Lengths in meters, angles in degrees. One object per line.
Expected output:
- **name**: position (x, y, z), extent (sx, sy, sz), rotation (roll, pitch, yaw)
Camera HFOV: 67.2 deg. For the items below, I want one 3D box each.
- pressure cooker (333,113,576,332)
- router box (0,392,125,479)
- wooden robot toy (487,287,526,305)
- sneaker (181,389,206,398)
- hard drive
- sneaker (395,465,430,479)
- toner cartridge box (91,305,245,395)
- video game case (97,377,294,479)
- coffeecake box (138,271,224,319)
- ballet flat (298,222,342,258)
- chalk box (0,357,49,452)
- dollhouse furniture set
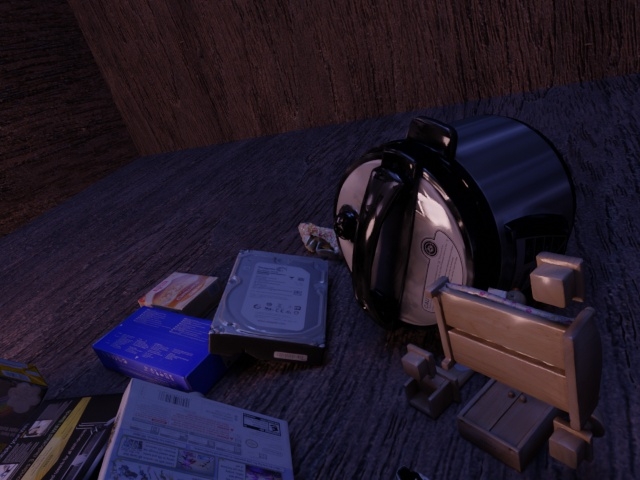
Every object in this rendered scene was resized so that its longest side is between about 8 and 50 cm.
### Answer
- **pressure cooker**: position (0.226, -0.028, 0.932), extent (0.420, 0.370, 0.375), rotation (-22, -3, -33)
- **router box**: position (-0.472, 0.417, 0.853), extent (0.243, 0.081, 0.309), rotation (-9, 28, 16)
- **wooden robot toy**: position (0.295, 0.107, 0.774), extent (0.076, 0.173, 0.079), rotation (4, 61, 41)
- **sneaker**: position (-0.228, 0.393, 0.736), extent (0.147, 0.145, 0.384), rotation (15, 27, -3)
- **hard drive**: position (-0.101, 0.136, 1.099), extent (0.237, 0.064, 0.339), rotation (8, 28, -1)
- **sneaker**: position (0.146, 0.348, 0.657), extent (0.109, 0.044, 0.040), rotation (11, 36, 41)
- **toner cartridge box**: position (-0.354, 0.249, 1.112), extent (0.348, 0.075, 0.165), rotation (4, 32, 36)
- **video game case**: position (-0.166, 0.332, 0.676), extent (0.269, 0.061, 0.244), rotation (23, 19, -18)
- **coffeecake box**: position (-0.374, 0.157, 1.307), extent (0.185, 0.068, 0.142), rotation (2, 33, 35)
- **ballet flat**: position (0.000, 0.000, 1.376), extent (0.241, 0.091, 0.077), rotation (13, 62, 51)
- **chalk box**: position (-0.686, 0.362, 0.987), extent (0.132, 0.132, 0.213), rotation (13, 74, 48)
- **dollhouse furniture set**: position (0.253, 0.119, 0.684), extent (0.174, 0.355, 0.303), rotation (-32, 29, -29)
